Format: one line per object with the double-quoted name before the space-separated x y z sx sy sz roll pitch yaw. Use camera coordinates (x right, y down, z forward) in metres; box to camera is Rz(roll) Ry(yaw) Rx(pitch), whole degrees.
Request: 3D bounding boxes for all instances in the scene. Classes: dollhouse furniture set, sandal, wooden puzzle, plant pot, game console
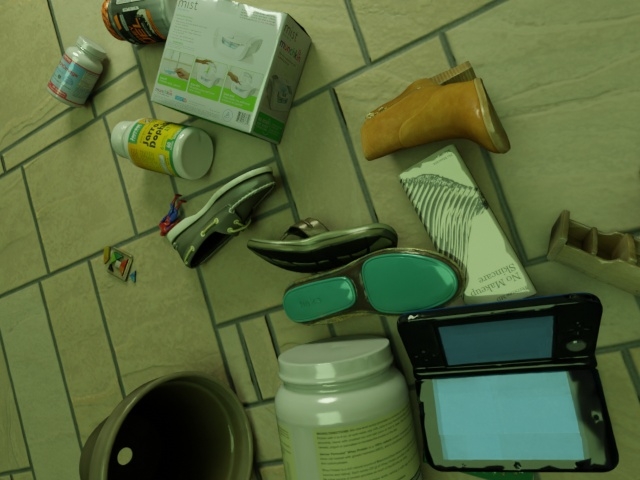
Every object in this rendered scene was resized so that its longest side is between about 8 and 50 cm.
"dollhouse furniture set" 0.456 -0.056 0.579 0.161 0.212 0.241 26 128 18
"sandal" 0.002 0.000 0.824 0.303 0.120 0.086 -8 61 20
"wooden puzzle" -0.513 0.060 1.067 0.117 0.014 0.078 15 97 20
"plant pot" -0.351 0.457 0.885 0.281 0.323 0.322 -23 83 38
"game console" 0.288 0.232 0.656 0.294 0.250 0.173 -11 44 17

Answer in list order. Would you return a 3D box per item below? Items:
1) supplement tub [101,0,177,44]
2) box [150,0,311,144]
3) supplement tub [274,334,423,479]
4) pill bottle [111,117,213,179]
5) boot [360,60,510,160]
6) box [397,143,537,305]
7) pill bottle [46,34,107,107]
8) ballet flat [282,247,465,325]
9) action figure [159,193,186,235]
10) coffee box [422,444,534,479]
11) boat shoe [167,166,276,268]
"supplement tub" -0.385 -0.507 0.945 0.191 0.117 0.116 4 93 22
"box" -0.187 -0.353 0.865 0.262 0.127 0.230 21 99 20
"supplement tub" 0.048 0.348 0.734 0.236 0.235 0.324 -10 88 22
"pill bottle" -0.358 -0.210 0.942 0.209 0.118 0.117 16 97 21
"boot" 0.165 -0.176 0.673 0.211 0.295 0.104 -25 120 24
"box" 0.247 -0.017 0.720 0.113 0.094 0.274 -31 80 20
"pill bottle" -0.604 -0.421 1.049 0.087 0.087 0.160 43 106 15
"ballet flat" 0.092 0.083 0.768 0.349 0.123 0.123 -16 86 29
"action figure" -0.352 -0.055 0.992 0.038 0.030 0.115 45 111 20
"coffee box" 0.280 0.358 0.747 0.184 0.040 0.113 4 91 22
"boat shoe" -0.200 -0.045 0.893 0.305 0.109 0.091 -33 80 25
